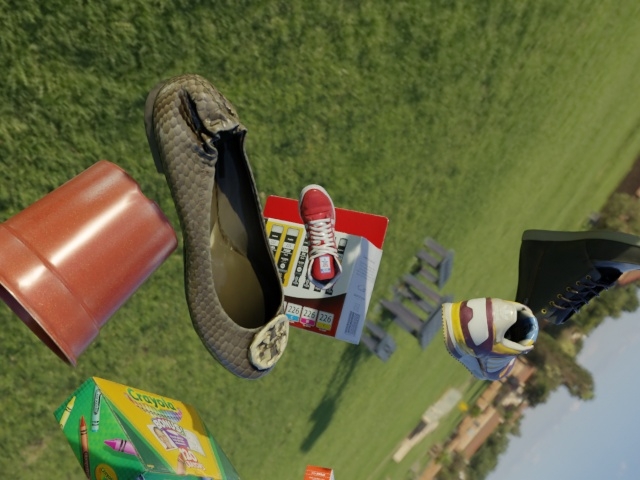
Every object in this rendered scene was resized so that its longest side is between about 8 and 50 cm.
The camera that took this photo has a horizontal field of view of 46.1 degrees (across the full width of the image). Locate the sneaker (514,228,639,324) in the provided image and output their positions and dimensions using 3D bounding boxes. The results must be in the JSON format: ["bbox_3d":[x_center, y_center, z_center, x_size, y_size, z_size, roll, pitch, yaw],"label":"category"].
[{"bbox_3d":[0.338,0.052,0.937,0.083,0.222,0.118,15,84,-30],"label":"sneaker"}]

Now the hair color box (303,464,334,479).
[{"bbox_3d":[-0.016,0.506,1.359,0.167,0.053,0.093,-73,163,-45],"label":"hair color box"}]

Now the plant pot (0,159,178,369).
[{"bbox_3d":[-0.399,0.023,1.248,0.265,0.272,0.272,-44,161,-23],"label":"plant pot"}]

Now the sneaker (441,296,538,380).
[{"bbox_3d":[0.194,0.106,0.794,0.083,0.070,0.185,-10,159,27],"label":"sneaker"}]

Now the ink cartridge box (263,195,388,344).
[{"bbox_3d":[-0.046,0.040,1.539,0.130,0.309,0.272,30,73,-63],"label":"ink cartridge box"}]

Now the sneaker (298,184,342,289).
[{"bbox_3d":[0.000,0.000,0.851,0.042,0.067,0.119,-9,123,1],"label":"sneaker"}]

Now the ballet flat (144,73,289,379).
[{"bbox_3d":[-0.062,0.000,0.549,0.084,0.058,0.250,-43,130,-48],"label":"ballet flat"}]

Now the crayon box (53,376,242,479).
[{"bbox_3d":[-0.245,0.309,1.108,0.081,0.165,0.278,-43,151,2],"label":"crayon box"}]
